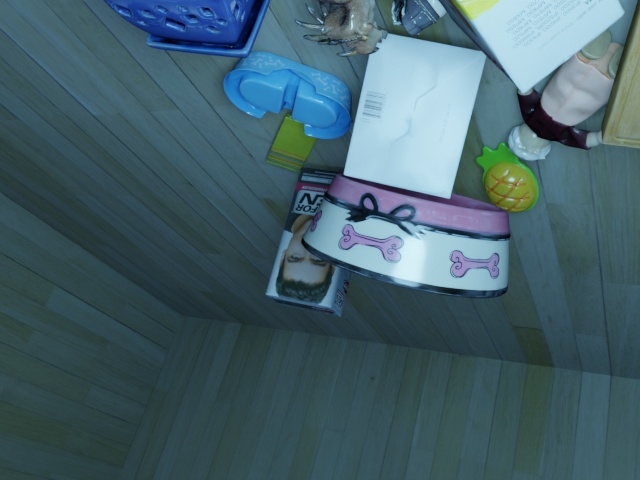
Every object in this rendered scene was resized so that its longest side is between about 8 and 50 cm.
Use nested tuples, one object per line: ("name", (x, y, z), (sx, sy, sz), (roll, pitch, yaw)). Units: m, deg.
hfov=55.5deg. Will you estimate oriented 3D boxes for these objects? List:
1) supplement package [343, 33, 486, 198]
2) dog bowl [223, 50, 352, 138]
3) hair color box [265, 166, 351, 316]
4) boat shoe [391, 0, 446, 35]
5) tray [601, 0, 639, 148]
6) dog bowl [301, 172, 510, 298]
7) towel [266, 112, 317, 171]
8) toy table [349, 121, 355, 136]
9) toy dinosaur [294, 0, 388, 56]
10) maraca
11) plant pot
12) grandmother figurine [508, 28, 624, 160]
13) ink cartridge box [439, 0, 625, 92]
("supplement package", (0.175, -0.233, 1.149), (0.204, 0.262, 0.145), (14, -169, 8))
("dog bowl", (-0.065, -0.329, 1.369), (0.297, 0.074, 0.166), (19, 156, -3))
("hair color box", (0.000, 0.000, 1.649), (0.185, 0.374, 0.113), (9, 163, 18))
("boat shoe", (0.131, -0.369, 0.948), (0.065, 0.206, 0.075), (-43, 119, 16))
("tray", (0.541, -0.309, 0.824), (0.203, 0.076, 0.411), (11, 134, 16))
("dog bowl", (0.176, -0.025, 1.180), (0.408, 0.150, 0.408), (12, -169, -2))
("towel", (-0.071, -0.254, 1.604), (0.102, 0.021, 0.237), (16, 156, -11))
("toy table", (0.167, -0.198, 1.390), (0.252, 0.161, 0.274), (12, 155, 14))
("toy dinosaur", (-0.001, -0.422, 0.963), (0.295, 0.127, 0.200), (41, 135, -7))
("maraca", (0.434, -0.143, 1.413), (0.127, 0.099, 0.186), (-12, 117, 39))
("plant pot", (-0.208, -0.448, 1.031), (0.236, 0.236, 0.212), (10, 161, 15))
("grandmother figurine", (0.464, -0.251, 1.163), (0.208, 0.104, 0.342), (49, 160, 8))
("ink cartridge box", (0.175, -0.407, 0.752), (0.160, 0.279, 0.384), (-38, 129, 19))
